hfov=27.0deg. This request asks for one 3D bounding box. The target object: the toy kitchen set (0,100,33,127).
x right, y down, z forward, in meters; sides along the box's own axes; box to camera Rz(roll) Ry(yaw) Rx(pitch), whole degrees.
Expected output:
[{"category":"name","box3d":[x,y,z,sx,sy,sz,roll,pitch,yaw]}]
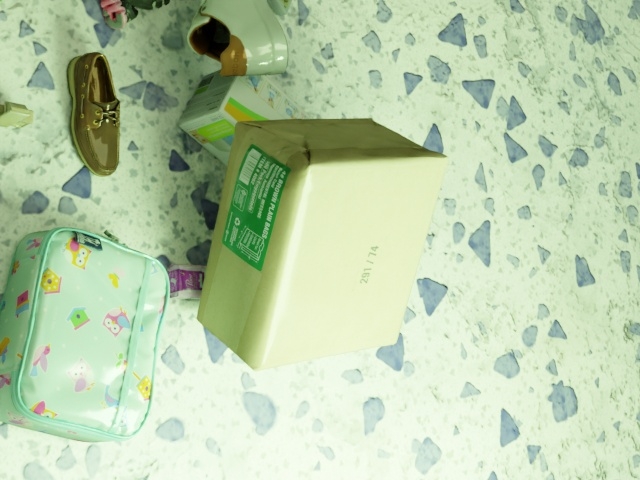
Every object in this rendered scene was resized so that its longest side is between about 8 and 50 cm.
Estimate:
[{"category":"toy kitchen set","box3d":[-0.422,-0.198,1.788,0.083,0.068,0.075,9,75,-39]}]

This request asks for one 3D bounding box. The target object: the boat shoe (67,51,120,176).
[{"category":"boat shoe","box3d":[-0.314,-0.180,1.878,0.064,0.060,0.178,-7,85,-40]}]

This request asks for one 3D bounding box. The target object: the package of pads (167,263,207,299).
[{"category":"package of pads","box3d":[-0.183,0.061,1.958,0.083,0.032,0.050,5,77,-39]}]

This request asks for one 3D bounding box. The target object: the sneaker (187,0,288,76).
[{"category":"sneaker","box3d":[-0.151,-0.346,1.963,0.123,0.106,0.290,-12,46,-19]}]

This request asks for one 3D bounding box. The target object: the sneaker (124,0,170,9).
[{"category":"sneaker","box3d":[-0.237,-0.484,1.973,0.147,0.130,0.330,21,62,-2]}]

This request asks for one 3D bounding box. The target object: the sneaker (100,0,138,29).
[{"category":"sneaker","box3d":[-0.301,-0.370,1.944,0.057,0.047,0.119,-33,110,-46]}]

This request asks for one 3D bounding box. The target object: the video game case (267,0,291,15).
[{"category":"video game case","box3d":[-0.080,-0.500,2.117,0.212,0.023,0.193,51,50,-47]}]

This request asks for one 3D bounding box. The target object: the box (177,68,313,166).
[{"category":"box","box3d":[-0.094,-0.163,2.025,0.203,0.114,0.103,40,59,-28]}]

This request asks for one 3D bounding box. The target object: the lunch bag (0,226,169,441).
[{"category":"lunch bag","box3d":[-0.315,0.124,1.785,0.224,0.108,0.279,22,68,-35]}]

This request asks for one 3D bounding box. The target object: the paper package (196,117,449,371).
[{"category":"paper package","box3d":[0.000,0.000,1.936,0.309,0.168,0.325,-7,120,-45]}]
